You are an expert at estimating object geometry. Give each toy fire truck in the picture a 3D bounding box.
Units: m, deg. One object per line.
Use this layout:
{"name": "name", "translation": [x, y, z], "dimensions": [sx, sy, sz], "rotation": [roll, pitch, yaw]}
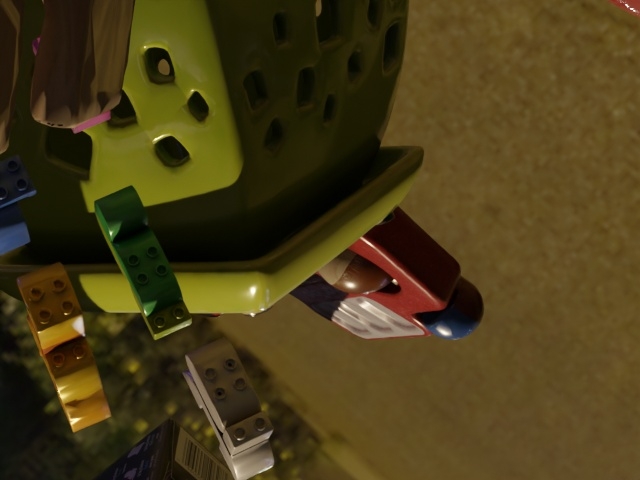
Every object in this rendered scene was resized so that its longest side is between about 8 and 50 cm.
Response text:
{"name": "toy fire truck", "translation": [0.000, 0.000, 1.224], "dimensions": [0.254, 0.169, 0.302], "rotation": [30, 165, -15]}

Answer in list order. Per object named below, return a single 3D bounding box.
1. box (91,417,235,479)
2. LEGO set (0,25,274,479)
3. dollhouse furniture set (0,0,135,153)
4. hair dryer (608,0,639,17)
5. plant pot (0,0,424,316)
{"name": "box", "translation": [-0.185, 0.324, 1.427], "dimensions": [0.165, 0.270, 0.143], "rotation": [46, -163, -17]}
{"name": "LEGO set", "translation": [-0.102, 0.006, 0.658], "dimensions": [0.227, 0.087, 0.093], "rotation": [63, 167, 11]}
{"name": "dollhouse furniture set", "translation": [-0.250, -0.163, 0.361], "dimensions": [0.362, 0.256, 0.394], "rotation": [9, -168, 4]}
{"name": "hair dryer", "translation": [0.210, -0.154, 0.975], "dimensions": [0.223, 0.080, 0.293], "rotation": [56, -160, -1]}
{"name": "plant pot", "translation": [-0.077, -0.082, 0.877], "dimensions": [0.228, 0.227, 0.207], "rotation": [-2, 110, 32]}
